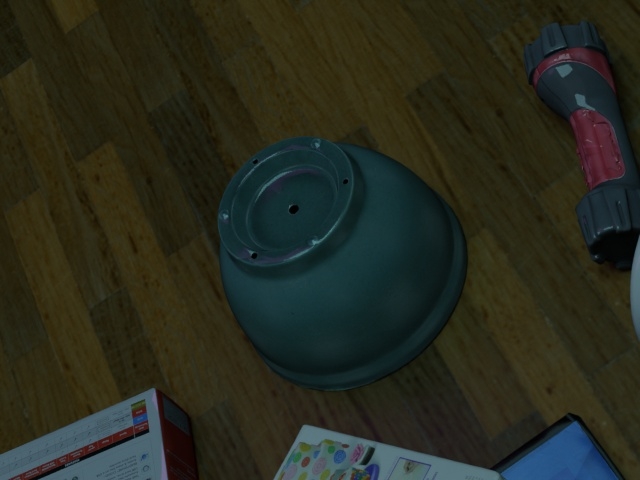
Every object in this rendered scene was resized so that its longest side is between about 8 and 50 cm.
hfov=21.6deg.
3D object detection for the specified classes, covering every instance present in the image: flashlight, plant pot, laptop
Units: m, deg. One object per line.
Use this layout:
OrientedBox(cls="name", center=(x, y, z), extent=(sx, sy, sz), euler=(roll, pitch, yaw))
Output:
OrientedBox(cls="flashlight", center=(0.306, -0.112, 1.910), extent=(0.103, 0.103, 0.304), euler=(-19, 51, 17))
OrientedBox(cls="plant pot", center=(0.000, 0.000, 1.951), extent=(0.293, 0.196, 0.293), euler=(-15, 53, 21))
OrientedBox(cls="laptop", center=(0.215, 0.316, 1.648), extent=(0.234, 0.136, 0.264), euler=(-37, 7, 5))

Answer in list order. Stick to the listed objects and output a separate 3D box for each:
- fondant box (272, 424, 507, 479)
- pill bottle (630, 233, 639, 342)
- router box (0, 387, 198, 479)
OrientedBox(cls="fondant box", center=(0.048, 0.332, 1.702), extent=(0.330, 0.096, 0.238), euler=(6, 62, 53))
OrientedBox(cls="pill bottle", center=(0.468, 0.049, 1.669), extent=(0.283, 0.161, 0.161), euler=(2, 61, 31))
OrientedBox(cls="router box", center=(-0.298, 0.370, 1.950), extent=(0.335, 0.082, 0.301), euler=(-23, 51, 15))
